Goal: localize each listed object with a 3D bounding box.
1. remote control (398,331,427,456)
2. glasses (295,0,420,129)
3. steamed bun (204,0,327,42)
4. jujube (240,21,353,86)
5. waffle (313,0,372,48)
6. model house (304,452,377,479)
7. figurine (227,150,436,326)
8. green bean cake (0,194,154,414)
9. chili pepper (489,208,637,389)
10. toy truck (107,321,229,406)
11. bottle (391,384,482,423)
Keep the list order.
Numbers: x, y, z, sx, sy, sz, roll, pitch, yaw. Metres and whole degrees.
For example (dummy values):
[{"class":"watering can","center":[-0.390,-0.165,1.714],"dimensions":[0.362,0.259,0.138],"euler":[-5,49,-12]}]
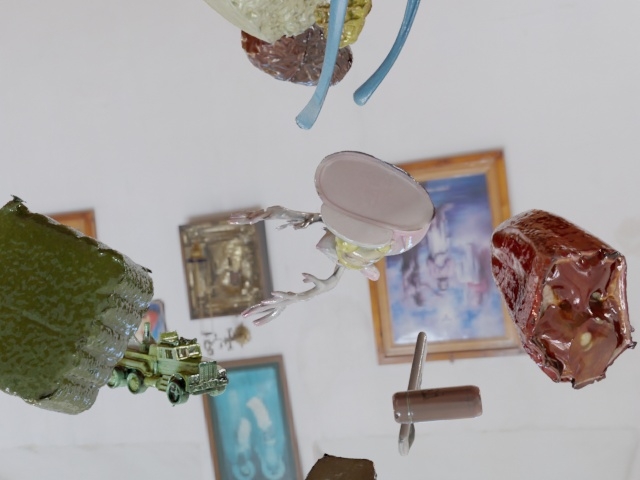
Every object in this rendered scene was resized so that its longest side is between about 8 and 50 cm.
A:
[{"class":"remote control","center":[0.186,0.296,1.439],"dimensions":[0.029,0.067,0.261],"euler":[5,-135,14]},{"class":"glasses","center":[0.031,-0.216,0.659],"dimensions":[0.190,0.088,0.220],"euler":[-40,165,-53]},{"class":"steamed bun","center":[-0.114,-0.564,1.535],"dimensions":[0.273,0.272,0.290],"euler":[23,-117,40]},{"class":"jujube","center":[-0.054,-0.510,1.902],"dimensions":[0.216,0.216,0.342],"euler":[-5,169,41]},{"class":"waffle","center":[0.041,-0.451,1.336],"dimensions":[0.051,0.149,0.194],"euler":[-20,154,-26]},{"class":"model house","center":[0.007,0.428,1.128],"dimensions":[0.141,0.203,0.164],"euler":[33,155,20]},{"class":"figurine","center":[0.001,-0.013,1.209],"dimensions":[0.284,0.206,0.315],"euler":[-8,158,-14]},{"class":"green bean cake","center":[-0.402,0.098,1.060],"dimensions":[0.250,0.247,0.156],"euler":[23,166,13]},{"class":"chili pepper","center":[0.237,0.031,0.804],"dimensions":[0.136,0.144,0.252],"euler":[-47,-158,12]},{"class":"toy truck","center":[-0.310,0.242,1.469],"dimensions":[0.260,0.135,0.128],"euler":[8,-174,39]},{"class":"bottle","center":[0.186,0.263,1.175],"dimensions":[0.140,0.053,0.053],"euler":[-7,180,4]}]
